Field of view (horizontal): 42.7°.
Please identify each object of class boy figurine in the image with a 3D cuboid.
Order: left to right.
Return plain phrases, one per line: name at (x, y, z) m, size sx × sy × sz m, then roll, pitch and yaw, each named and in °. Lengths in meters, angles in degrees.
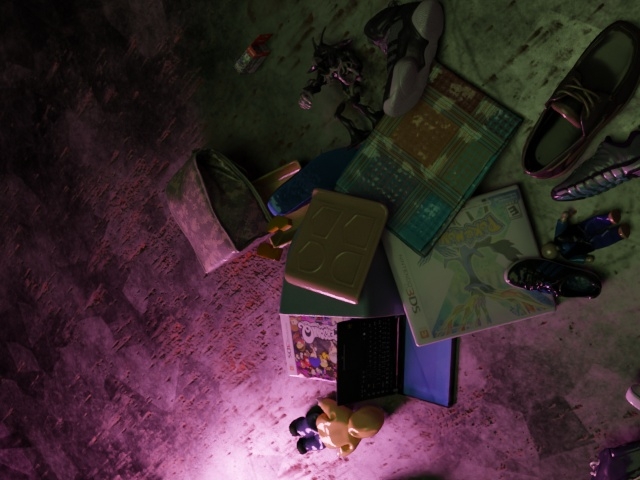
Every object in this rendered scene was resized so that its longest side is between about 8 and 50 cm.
boy figurine at (0.045, 0.498, 2.208) m, size 0.285 × 0.092 × 0.177 m, roll -23°, pitch 92°, yaw 35°

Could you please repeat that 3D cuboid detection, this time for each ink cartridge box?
ink cartridge box at (-0.160, -0.462, 2.031) m, size 0.115 × 0.063 × 0.029 m, roll -43°, pitch 80°, yaw 35°

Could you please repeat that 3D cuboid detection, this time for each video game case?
video game case at (0.004, 0.274, 2.188) m, size 0.232 × 0.042 × 0.210 m, roll 3°, pitch 109°, yaw 32°
video game case at (0.329, 0.060, 1.851) m, size 0.329 × 0.036 × 0.300 m, roll -17°, pitch 97°, yaw 16°

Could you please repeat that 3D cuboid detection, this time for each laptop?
laptop at (0.184, 0.310, 2.026) m, size 0.136 × 0.264 × 0.234 m, roll -143°, pitch 50°, yaw -62°

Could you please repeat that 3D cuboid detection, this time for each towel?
towel at (0.231, -0.186, 1.812) m, size 0.271 × 0.040 × 0.370 m, roll 38°, pitch 101°, yaw 15°

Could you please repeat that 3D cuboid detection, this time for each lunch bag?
lunch bag at (-0.273, -0.090, 2.135) m, size 0.287 × 0.169 × 0.235 m, roll 59°, pitch 147°, yaw 0°

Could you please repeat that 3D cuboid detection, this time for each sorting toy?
sorting toy at (0.000, 0.000, 1.863) m, size 0.307 × 0.041 × 0.229 m, roll 16°, pitch 87°, yaw 36°

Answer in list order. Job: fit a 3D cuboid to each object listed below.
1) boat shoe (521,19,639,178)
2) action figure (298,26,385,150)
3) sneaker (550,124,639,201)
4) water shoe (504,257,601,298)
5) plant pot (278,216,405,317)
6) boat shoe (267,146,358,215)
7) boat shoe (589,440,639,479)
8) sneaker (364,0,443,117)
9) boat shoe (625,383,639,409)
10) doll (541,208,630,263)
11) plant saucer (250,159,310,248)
boat shoe at (0.519, -0.262, 1.624) m, size 0.132 × 0.130 × 0.355 m, roll 35°, pitch 121°, yaw 18°
action figure at (0.042, -0.357, 1.894) m, size 0.164 × 0.141 × 0.275 m, roll -30°, pitch 92°, yaw 37°
sneaker at (0.572, -0.154, 1.676) m, size 0.224 × 0.083 × 0.098 m, roll -23°, pitch 70°, yaw 33°
water shoe at (0.498, 0.082, 1.753) m, size 0.203 × 0.080 × 0.073 m, roll 5°, pitch 101°, yaw 11°
plant pot at (0.064, 0.052, 1.960) m, size 0.248 × 0.247 × 0.252 m, roll -1°, pitch 88°, yaw 33°
boat shoe at (-0.016, -0.152, 1.999) m, size 0.258 × 0.089 × 0.109 m, roll -26°, pitch 91°, yaw 3°
boat shoe at (0.645, 0.557, 1.844) m, size 0.340 × 0.127 × 0.158 m, roll -37°, pitch 63°, yaw 40°
sneaker at (0.162, -0.403, 1.796) m, size 0.153 × 0.101 × 0.268 m, roll 18°, pitch 87°, yaw 36°
boat shoe at (0.775, 0.340, 1.687) m, size 0.267 × 0.096 × 0.088 m, roll 20°, pitch 112°, yaw 25°
doll at (0.552, -0.008, 1.740) m, size 0.189 × 0.046 × 0.129 m, roll -29°, pitch 98°, yaw 42°
plant saucer at (-0.079, -0.095, 2.115) m, size 0.188 × 0.045 × 0.188 m, roll -22°, pitch 93°, yaw 36°
